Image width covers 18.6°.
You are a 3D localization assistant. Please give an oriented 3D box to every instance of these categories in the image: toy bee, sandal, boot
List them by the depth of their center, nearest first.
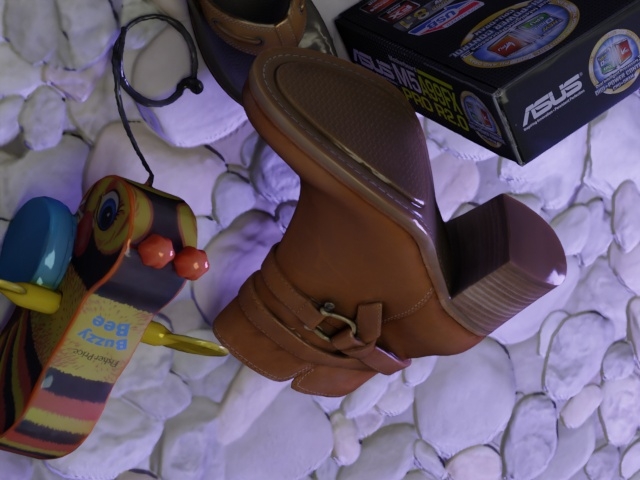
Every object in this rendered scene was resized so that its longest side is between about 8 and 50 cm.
[{"bbox_3d":[-0.144,0.019,1.251,0.195,0.162,0.298,-4,110,-26],"label":"toy bee"},{"bbox_3d":[-0.044,-0.169,1.295,0.090,0.060,0.219,-29,120,-16],"label":"sandal"},{"bbox_3d":[0.000,0.000,1.322,0.283,0.109,0.220,30,134,-35],"label":"boot"}]

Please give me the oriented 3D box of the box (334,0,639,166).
[{"bbox_3d":[0.174,-0.171,1.322,0.270,0.216,0.060,-33,120,-13],"label":"box"}]
